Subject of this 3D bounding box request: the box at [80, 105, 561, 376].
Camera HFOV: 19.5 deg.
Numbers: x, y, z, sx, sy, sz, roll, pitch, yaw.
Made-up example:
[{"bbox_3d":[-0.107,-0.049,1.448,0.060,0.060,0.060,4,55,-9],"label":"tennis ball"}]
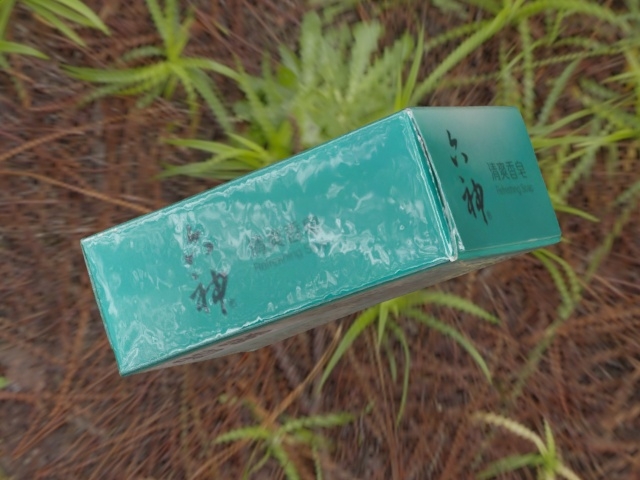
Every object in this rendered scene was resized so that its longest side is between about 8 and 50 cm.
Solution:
[{"bbox_3d":[0.000,0.000,1.118,0.244,0.153,0.092,-21,82,29],"label":"box"}]
